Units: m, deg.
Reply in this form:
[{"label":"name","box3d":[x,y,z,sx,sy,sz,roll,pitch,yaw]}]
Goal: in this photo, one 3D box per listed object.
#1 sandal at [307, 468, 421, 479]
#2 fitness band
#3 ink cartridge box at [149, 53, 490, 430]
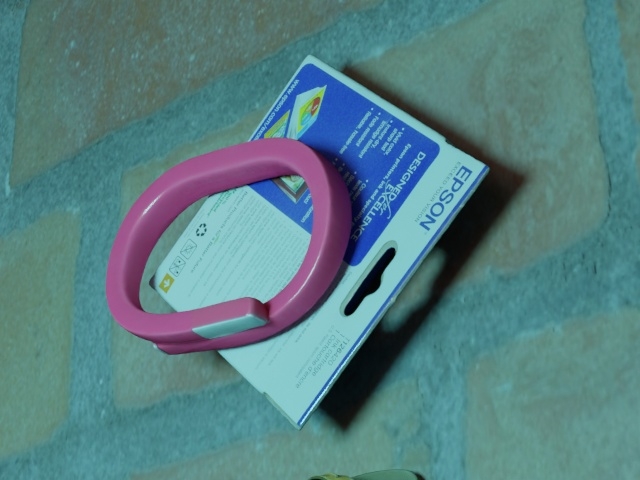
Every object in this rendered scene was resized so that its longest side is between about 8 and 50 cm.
[{"label":"sandal","box3d":[0.002,0.235,1.345,0.180,0.049,0.072,-6,50,15]},{"label":"fitness band","box3d":[-0.095,0.005,1.502,0.291,0.054,0.209,-12,57,36]},{"label":"ink cartridge box","box3d":[0.000,0.000,1.501,0.303,0.072,0.307,-54,46,2]}]
